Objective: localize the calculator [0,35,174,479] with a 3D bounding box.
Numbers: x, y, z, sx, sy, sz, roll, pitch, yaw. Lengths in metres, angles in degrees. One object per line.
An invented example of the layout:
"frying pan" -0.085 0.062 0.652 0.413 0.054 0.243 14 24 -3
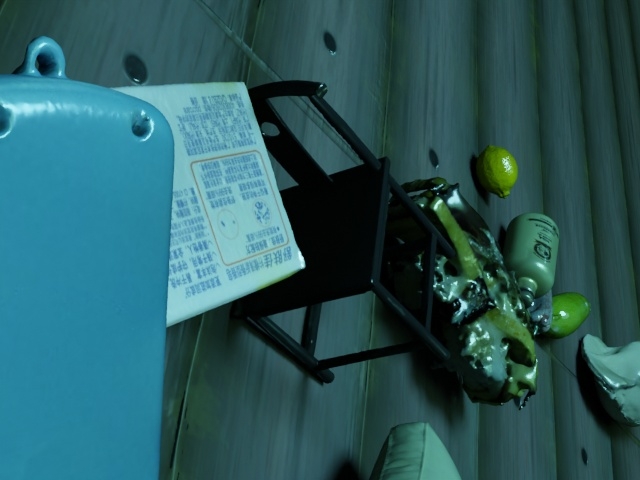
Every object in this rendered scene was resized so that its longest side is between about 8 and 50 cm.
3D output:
"calculator" -0.140 0.050 0.432 0.173 0.051 0.293 -9 105 -59

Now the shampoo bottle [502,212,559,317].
"shampoo bottle" 0.302 0.035 1.297 0.079 0.079 0.162 55 36 -27

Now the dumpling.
"dumpling" 0.526 0.227 1.536 0.247 0.142 0.172 25 20 -42

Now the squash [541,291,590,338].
"squash" 0.390 0.115 1.413 0.201 0.066 0.066 -3 78 -60

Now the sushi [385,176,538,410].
"sushi" 0.149 0.067 1.028 0.131 0.139 0.291 -47 116 -33

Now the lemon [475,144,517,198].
"lemon" 0.261 -0.101 1.315 0.062 0.062 0.083 -15 86 -58

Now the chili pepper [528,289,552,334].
"chili pepper" 0.319 0.092 1.320 0.153 0.050 0.041 -74 160 -48

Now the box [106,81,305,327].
"box" -0.137 -0.016 0.624 0.265 0.097 0.168 -23 95 -58

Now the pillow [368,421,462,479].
"pillow" 0.076 0.324 0.727 0.322 0.119 0.256 -48 128 -69

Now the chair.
"chair" 0.000 0.000 0.779 0.260 0.154 0.141 45 41 -40
